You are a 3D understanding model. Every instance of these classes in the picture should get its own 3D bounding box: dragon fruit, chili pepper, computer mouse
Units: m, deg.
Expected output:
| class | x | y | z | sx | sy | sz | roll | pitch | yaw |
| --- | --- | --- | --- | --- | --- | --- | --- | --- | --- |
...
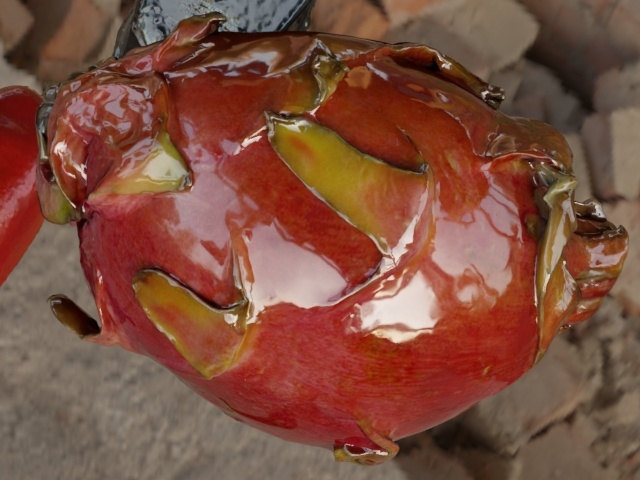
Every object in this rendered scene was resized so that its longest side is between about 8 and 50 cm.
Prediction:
| class | x | y | z | sx | sy | sz | roll | pitch | yaw |
| --- | --- | --- | --- | --- | --- | --- | --- | --- | --- |
| dragon fruit | 0.003 | 0.001 | 0.941 | 0.315 | 0.250 | 0.250 | 19 | 50 | -37 |
| chili pepper | -0.265 | 0.012 | 1.148 | 0.092 | 0.137 | 0.368 | 45 | 65 | -22 |
| computer mouse | -0.056 | -0.145 | 1.036 | 0.106 | 0.192 | 0.062 | 36 | 22 | 9 |
